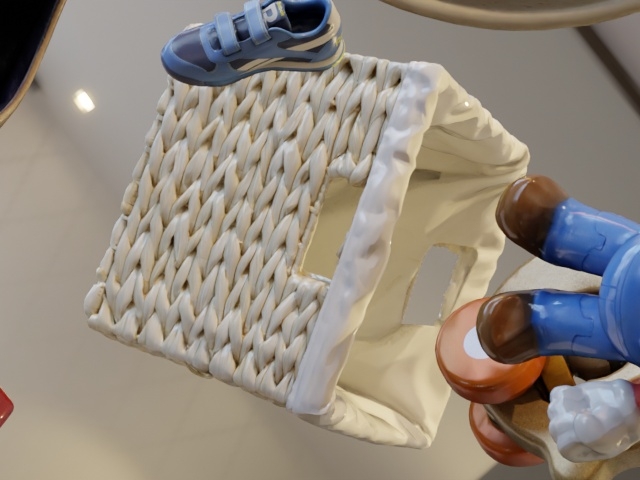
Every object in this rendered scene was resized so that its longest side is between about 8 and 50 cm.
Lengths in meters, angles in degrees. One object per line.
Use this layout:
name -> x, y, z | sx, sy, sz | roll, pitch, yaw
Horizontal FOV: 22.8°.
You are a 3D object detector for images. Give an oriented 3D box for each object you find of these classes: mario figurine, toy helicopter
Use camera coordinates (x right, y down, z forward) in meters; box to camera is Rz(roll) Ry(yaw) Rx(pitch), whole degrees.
mario figurine -> 0.218, 0.030, 0.986 | 0.320, 0.170, 0.198 | 8, -56, 51
toy helicopter -> 0.275, 0.116, 1.191 | 0.355, 0.235, 0.140 | 36, -15, 37

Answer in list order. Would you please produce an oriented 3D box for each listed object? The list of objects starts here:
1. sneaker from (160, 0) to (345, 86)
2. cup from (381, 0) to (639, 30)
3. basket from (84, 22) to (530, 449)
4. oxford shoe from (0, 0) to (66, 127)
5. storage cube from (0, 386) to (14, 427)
sneaker -> -0.051, -0.157, 1.208 | 0.059, 0.144, 0.053 | 97, -21, -60
cup -> 0.097, -0.292, 0.781 | 0.331, 0.331, 0.237 | 58, 13, -16
basket -> 0.000, 0.000, 1.511 | 0.266, 0.328, 0.331 | 17, -5, 25
oxford shoe -> -0.191, -0.052, 0.606 | 0.130, 0.363, 0.133 | 27, 16, -26
storage cube -> -0.388, 0.121, 1.202 | 0.184, 0.193, 0.215 | 15, -35, 37
